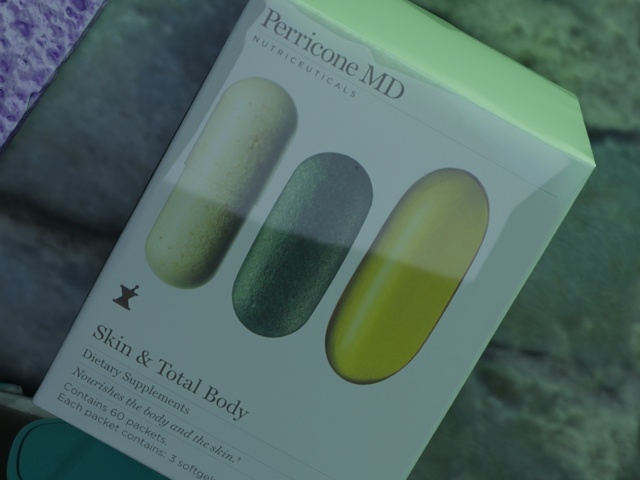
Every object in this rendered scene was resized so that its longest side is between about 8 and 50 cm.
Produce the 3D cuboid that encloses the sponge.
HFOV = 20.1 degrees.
[{"bbox_3d":[-0.228,-0.106,1.099,0.117,0.031,0.210,36,105,-5],"label":"sponge"}]

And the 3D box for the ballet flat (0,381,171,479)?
[{"bbox_3d":[-0.205,0.164,1.127,0.409,0.147,0.147,12,106,2],"label":"ballet flat"}]

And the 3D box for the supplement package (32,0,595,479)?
[{"bbox_3d":[0.000,0.000,1.022,0.199,0.198,0.262,29,106,-3],"label":"supplement package"}]
